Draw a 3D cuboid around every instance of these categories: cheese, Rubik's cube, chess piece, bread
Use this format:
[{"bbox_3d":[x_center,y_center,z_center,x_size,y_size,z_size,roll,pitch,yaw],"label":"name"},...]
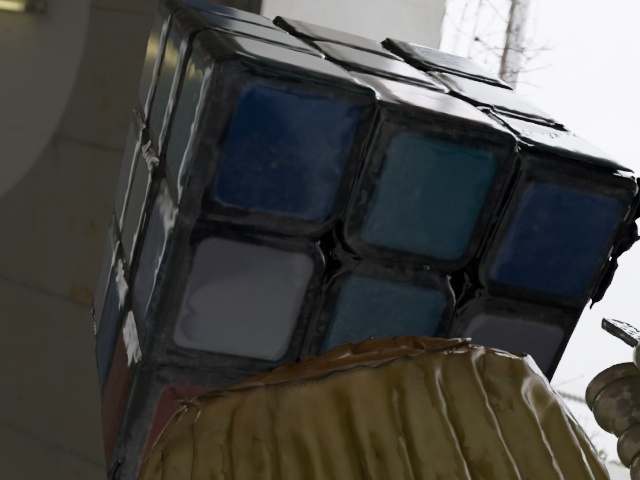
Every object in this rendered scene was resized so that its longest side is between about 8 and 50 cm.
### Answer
[{"bbox_3d":[0.396,0.134,1.116,0.127,0.235,0.049,12,-80,-16],"label":"cheese"},{"bbox_3d":[0.000,0.000,0.852,0.363,0.359,0.362,-123,-135,-59],"label":"Rubik's cube"},{"bbox_3d":[0.381,0.228,1.115,0.094,0.170,0.094,-3,-57,-4],"label":"chess piece"},{"bbox_3d":[0.016,0.119,0.429,0.240,0.240,0.139,-14,-94,32],"label":"bread"}]
